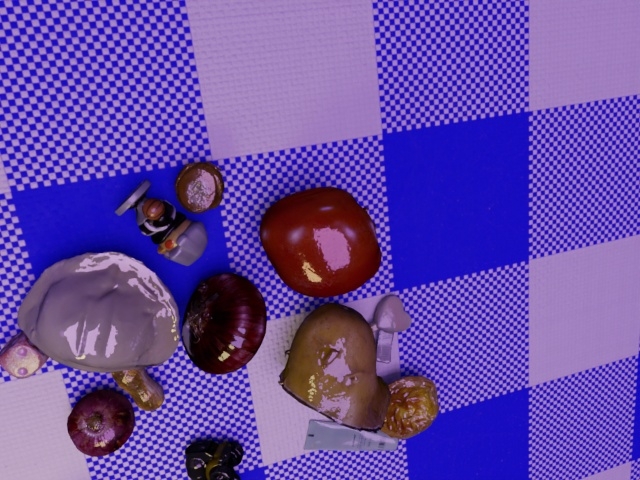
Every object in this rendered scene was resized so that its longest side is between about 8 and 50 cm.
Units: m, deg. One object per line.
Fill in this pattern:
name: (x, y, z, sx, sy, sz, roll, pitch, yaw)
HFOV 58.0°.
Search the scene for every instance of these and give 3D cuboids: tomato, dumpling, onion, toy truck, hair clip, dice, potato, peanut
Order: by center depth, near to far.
dumpling: (-0.536, 0.182, 1.458, 0.395, 0.233, 0.315, 25, 105, -15)
dice: (-0.768, 0.295, 1.499, 0.091, 0.093, 0.094, -43, 115, -3)
tomato: (0.000, 0.000, 1.541, 0.290, 0.325, 0.293, -29, 115, -11)
onion: (-0.242, 0.233, 1.576, 0.273, 0.273, 0.285, -55, 139, 3)
onion: (-0.600, 0.499, 1.585, 0.177, 0.153, 0.177, 0, 97, -2)
peanut: (-0.513, 0.395, 1.615, 0.087, 0.087, 0.206, -35, 114, -6)
potato: (0.092, 0.357, 1.693, 0.397, 0.290, 0.295, 24, 97, -19)
toy truck: (-0.329, 0.718, 1.749, 0.166, 0.147, 0.224, 5, 107, 5)
hair clip: (0.203, 0.278, 1.831, 0.159, 0.071, 0.218, 7, 99, -17)

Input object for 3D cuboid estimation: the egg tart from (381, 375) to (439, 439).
egg tart: (0.281, 0.540, 1.905, 0.241, 0.106, 0.240, -5, 108, -14)

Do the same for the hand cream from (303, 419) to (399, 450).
hand cream: (0.110, 0.655, 1.912, 0.321, 0.067, 0.109, 7, 104, -15)

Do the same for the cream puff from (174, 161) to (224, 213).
cream puff: (-0.316, -0.139, 1.518, 0.126, 0.103, 0.143, 13, 101, -8)

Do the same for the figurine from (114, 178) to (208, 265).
figurine: (-0.396, -0.039, 1.486, 0.236, 0.176, 0.133, 45, 76, -20)
